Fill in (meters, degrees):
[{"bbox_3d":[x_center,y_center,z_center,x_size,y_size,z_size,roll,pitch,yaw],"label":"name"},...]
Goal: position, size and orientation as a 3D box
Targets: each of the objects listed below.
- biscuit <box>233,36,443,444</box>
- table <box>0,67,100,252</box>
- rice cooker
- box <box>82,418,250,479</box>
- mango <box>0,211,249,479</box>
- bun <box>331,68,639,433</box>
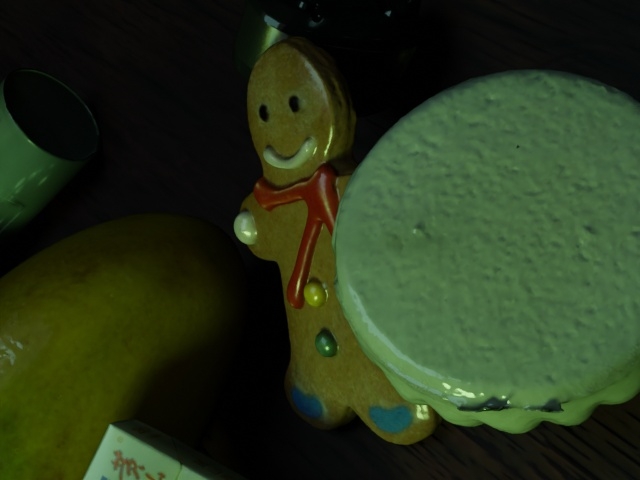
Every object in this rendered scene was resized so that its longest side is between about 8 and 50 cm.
[{"bbox_3d":[-0.002,0.000,1.443,0.205,0.049,0.324,0,100,53],"label":"biscuit"},{"bbox_3d":[-0.350,-0.070,1.970,0.220,0.126,0.126,-41,44,31],"label":"table"},{"bbox_3d":[0.009,-0.166,1.525,0.112,0.165,0.106,-118,31,-47],"label":"rice cooker"},{"bbox_3d":[-0.090,0.256,1.423,0.233,0.067,0.149,26,93,14],"label":"box"},{"bbox_3d":[-0.230,0.162,1.579,0.446,0.300,0.232,-49,59,3],"label":"mango"},{"bbox_3d":[0.145,0.029,1.277,0.263,0.175,0.263,-5,62,10],"label":"bun"}]
